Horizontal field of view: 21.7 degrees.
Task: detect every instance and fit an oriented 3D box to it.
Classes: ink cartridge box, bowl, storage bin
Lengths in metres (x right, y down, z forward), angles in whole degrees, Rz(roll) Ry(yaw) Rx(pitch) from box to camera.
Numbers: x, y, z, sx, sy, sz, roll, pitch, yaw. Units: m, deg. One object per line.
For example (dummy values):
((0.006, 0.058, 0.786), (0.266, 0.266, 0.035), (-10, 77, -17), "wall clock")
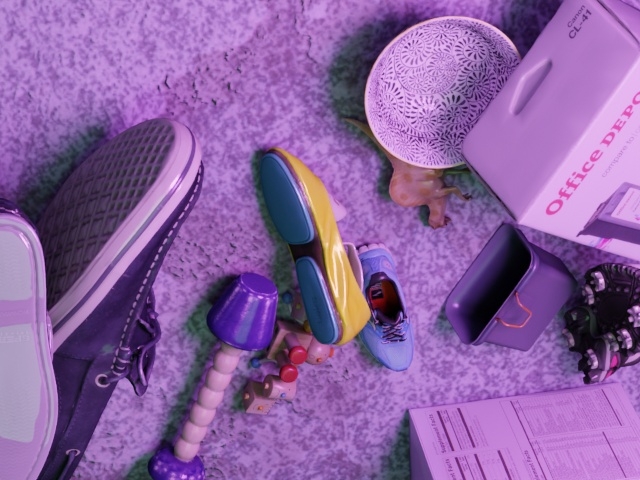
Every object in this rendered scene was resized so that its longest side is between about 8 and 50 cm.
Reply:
((0.332, -0.104, 1.728), (0.306, 0.131, 0.226), (13, 120, -41), "ink cartridge box")
((0.121, -0.168, 1.729), (0.170, 0.080, 0.170), (-5, 121, -8), "bowl")
((0.224, 0.065, 1.881), (0.091, 0.098, 0.135), (20, 115, -32), "storage bin")

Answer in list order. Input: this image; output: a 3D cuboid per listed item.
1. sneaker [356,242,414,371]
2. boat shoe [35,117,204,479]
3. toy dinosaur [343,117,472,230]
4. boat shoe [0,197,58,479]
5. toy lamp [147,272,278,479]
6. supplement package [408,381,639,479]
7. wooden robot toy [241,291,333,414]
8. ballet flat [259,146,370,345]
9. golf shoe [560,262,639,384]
((0.070, 0.086, 1.869), (0.063, 0.073, 0.162), (-18, 121, 0), "sneaker")
((-0.240, 0.081, 1.752), (0.156, 0.187, 0.500), (20, 119, -26), "boat shoe")
((0.109, -0.077, 1.795), (0.092, 0.053, 0.183), (-34, 120, 11), "toy dinosaur")
((-0.310, 0.109, 1.630), (0.114, 0.091, 0.302), (6, 106, -13), "boat shoe")
((-0.118, 0.160, 1.874), (0.080, 0.080, 0.275), (15, 115, -18), "toy lamp")
((0.251, 0.314, 1.963), (0.262, 0.198, 0.199), (-7, 121, -7), "supplement package")
((-0.021, 0.134, 1.886), (0.079, 0.076, 0.173), (11, 118, -29), "wooden robot toy")
((0.000, 0.000, 1.803), (0.077, 0.077, 0.231), (-26, 104, -34), "ballet flat")
((0.352, 0.075, 1.849), (0.120, 0.105, 0.273), (-19, 166, -10), "golf shoe")
